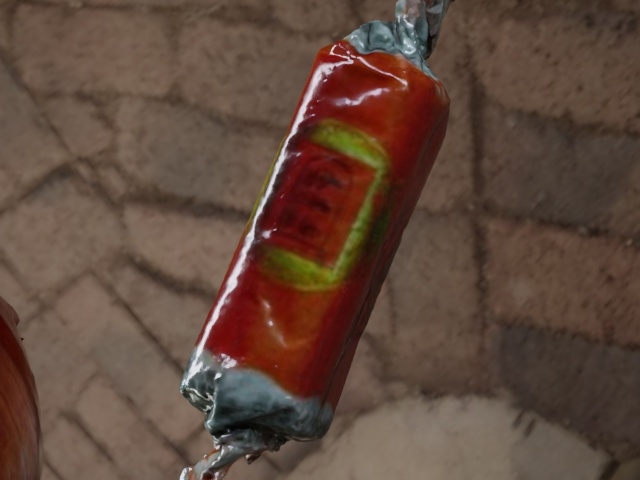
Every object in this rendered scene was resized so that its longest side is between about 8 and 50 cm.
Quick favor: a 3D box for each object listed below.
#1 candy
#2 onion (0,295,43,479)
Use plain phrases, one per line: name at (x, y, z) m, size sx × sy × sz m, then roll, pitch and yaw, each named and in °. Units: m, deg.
candy at (0.001, 0.000, 0.640) m, size 0.059 × 0.086 × 0.292 m, roll 21°, pitch 86°, yaw 10°
onion at (-0.178, 0.021, 0.360) m, size 0.230 × 0.230 × 0.163 m, roll 13°, pitch 113°, yaw 30°
